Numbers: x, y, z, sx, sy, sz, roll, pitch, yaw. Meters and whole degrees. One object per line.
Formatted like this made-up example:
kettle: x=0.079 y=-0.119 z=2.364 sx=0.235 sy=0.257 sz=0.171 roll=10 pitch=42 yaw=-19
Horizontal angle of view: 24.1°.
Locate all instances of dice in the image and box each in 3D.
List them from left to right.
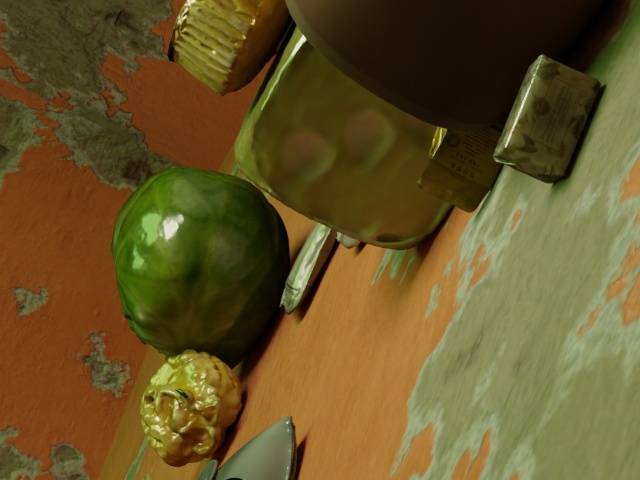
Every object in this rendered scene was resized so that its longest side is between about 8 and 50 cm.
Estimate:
dice: x=0.053 y=-0.145 z=1.655 sx=0.238 sy=0.233 sz=0.227 roll=-61 pitch=8 yaw=16

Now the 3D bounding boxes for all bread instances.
bread: x=-0.082 y=-0.255 z=1.652 sx=0.190 sy=0.114 sz=0.132 roll=-56 pitch=-4 yaw=-8

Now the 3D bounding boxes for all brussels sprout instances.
brussels sprout: x=-0.187 y=0.052 z=2.366 sx=0.289 sy=0.282 sz=0.354 roll=-110 pitch=21 yaw=-54

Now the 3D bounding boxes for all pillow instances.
pillow: x=0.000 y=0.000 z=2.170 sx=0.232 sy=0.038 sz=0.130 roll=-63 pitch=6 yaw=3

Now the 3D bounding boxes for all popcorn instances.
popcorn: x=-0.194 y=0.257 z=2.265 sx=0.170 sy=0.180 sz=0.180 roll=27 pitch=-91 yaw=-61

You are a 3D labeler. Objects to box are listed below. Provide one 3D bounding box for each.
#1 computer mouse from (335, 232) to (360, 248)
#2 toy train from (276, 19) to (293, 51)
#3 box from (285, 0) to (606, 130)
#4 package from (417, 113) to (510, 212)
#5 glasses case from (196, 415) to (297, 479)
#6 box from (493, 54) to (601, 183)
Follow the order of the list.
computer mouse: x=0.071 y=-0.080 z=1.947 sx=0.102 sy=0.045 sz=0.199 roll=-85 pitch=16 yaw=-59
toy train: x=0.077 y=-0.307 z=1.792 sx=0.304 sy=0.221 sz=0.150 roll=-34 pitch=44 yaw=32
box: x=0.136 y=-0.283 z=1.409 sx=0.216 sy=0.301 sz=0.301 roll=-45 pitch=20 yaw=51
package: x=0.150 y=-0.100 z=1.493 sx=0.047 sy=0.071 sz=0.131 roll=-43 pitch=21 yaw=59
glasses case: x=-0.115 y=0.315 z=1.813 sx=0.308 sy=0.083 sz=0.128 roll=-53 pitch=15 yaw=50
box: x=0.194 y=-0.103 z=1.284 sx=0.045 sy=0.062 sz=0.098 roll=136 pitch=156 yaw=-77
